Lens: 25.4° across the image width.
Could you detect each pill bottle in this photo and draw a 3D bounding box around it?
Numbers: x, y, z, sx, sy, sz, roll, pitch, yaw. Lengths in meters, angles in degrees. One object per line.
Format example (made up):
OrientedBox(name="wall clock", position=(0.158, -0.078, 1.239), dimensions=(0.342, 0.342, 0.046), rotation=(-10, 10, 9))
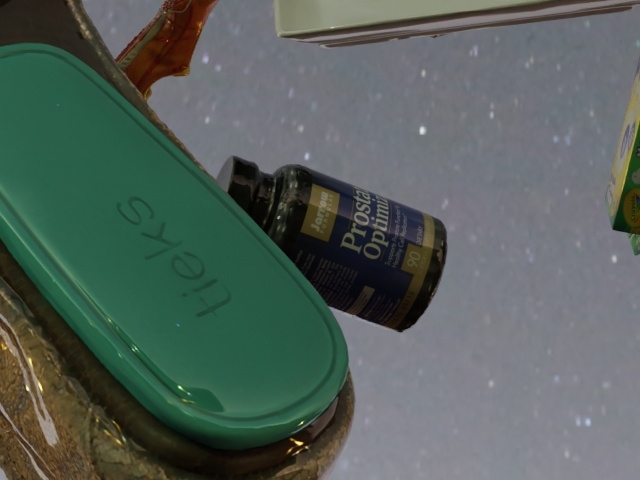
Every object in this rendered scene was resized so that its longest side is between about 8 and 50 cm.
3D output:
OrientedBox(name="pill bottle", position=(0.000, 0.000, 1.355), dimensions=(0.219, 0.123, 0.123), rotation=(20, -51, -14))

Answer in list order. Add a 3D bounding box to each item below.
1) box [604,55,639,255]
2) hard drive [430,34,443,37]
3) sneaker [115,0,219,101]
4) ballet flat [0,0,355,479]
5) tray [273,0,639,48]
OrientedBox(name="box", position=(0.310, -0.083, 1.366), dimensions=(0.043, 0.105, 0.179), rotation=(9, -71, 4))
OrientedBox(name="hard drive", position=(0.053, -0.387, 1.371), dimensions=(0.064, 0.237, 0.339), rotation=(-21, -56, -34))
OrientedBox(name="sneaker", position=(-0.147, -0.213, 1.478), dimensions=(0.067, 0.064, 0.175), rotation=(38, -61, -17))
OrientedBox(name="ballet flat", position=(-0.112, -0.033, 0.405), dimensions=(0.107, 0.316, 0.106), rotation=(-18, -28, -34))
OrientedBox(name="tray", position=(0.102, -0.177, 0.977), dimensions=(0.270, 0.145, 0.030), rotation=(-7, -58, 1))
